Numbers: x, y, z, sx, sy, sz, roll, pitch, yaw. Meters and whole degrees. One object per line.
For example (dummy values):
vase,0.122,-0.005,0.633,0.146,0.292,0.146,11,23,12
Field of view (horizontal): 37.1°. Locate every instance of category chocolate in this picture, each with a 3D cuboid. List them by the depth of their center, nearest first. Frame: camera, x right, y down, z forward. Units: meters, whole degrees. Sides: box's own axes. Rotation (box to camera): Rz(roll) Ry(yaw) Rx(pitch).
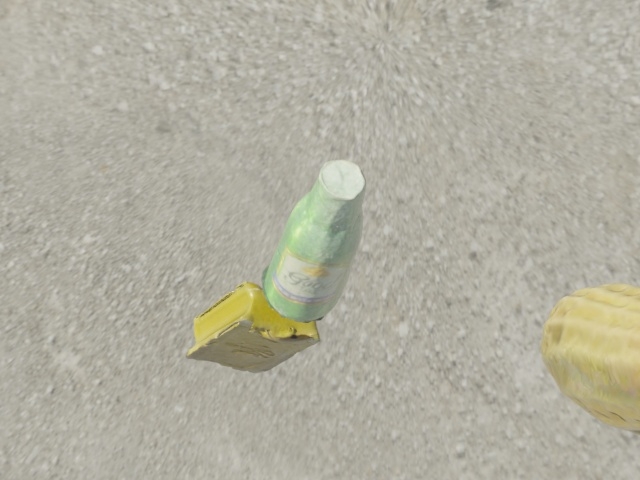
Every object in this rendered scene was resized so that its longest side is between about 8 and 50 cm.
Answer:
chocolate,0.000,0.000,1.151,0.110,0.291,0.110,5,62,-9

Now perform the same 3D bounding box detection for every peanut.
peanut,0.206,0.078,0.563,0.083,0.194,0.093,-16,105,-25

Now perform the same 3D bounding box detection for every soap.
soap,-0.101,0.137,1.439,0.135,0.233,0.076,16,66,-23
